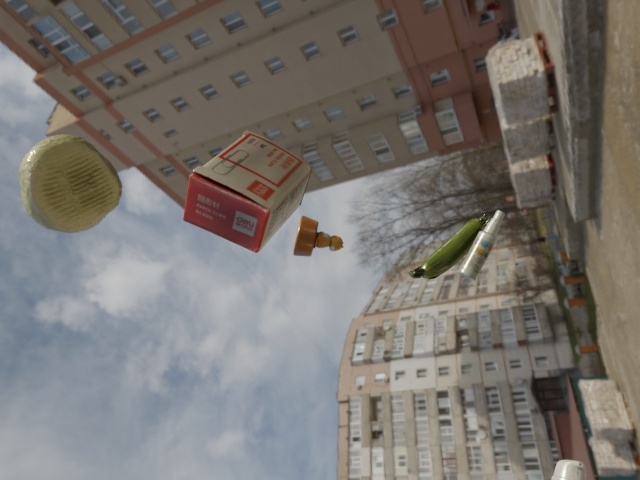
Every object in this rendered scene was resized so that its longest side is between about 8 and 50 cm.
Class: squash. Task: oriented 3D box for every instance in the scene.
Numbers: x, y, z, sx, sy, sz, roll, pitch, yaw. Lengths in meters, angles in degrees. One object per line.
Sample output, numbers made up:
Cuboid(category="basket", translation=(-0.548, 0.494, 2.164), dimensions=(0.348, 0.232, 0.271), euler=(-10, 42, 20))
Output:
Cuboid(category="squash", translation=(0.398, 0.029, 1.453), dimensions=(0.080, 0.318, 0.071), euler=(59, 166, -24))

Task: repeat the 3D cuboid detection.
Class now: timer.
Cuboid(category="timer", translation=(0.000, 0.000, 1.527), dimensions=(0.132, 0.152, 0.132), euler=(-167, 90, -90))

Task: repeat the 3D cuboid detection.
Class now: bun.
Cuboid(category="bun", translation=(-0.296, -0.066, 0.558), dimensions=(0.115, 0.069, 0.115), euler=(-19, -65, -47))

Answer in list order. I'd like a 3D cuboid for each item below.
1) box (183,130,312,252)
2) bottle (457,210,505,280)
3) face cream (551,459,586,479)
Cuboid(category="box", translation=(-0.108, -0.081, 0.749), dimensions=(0.182, 0.133, 0.099), euler=(-54, -11, -54))
Cuboid(category="bottle", translation=(0.480, 0.012, 1.405), dimensions=(0.217, 0.060, 0.060), euler=(-61, -29, 0))
Cuboid(category="face cream", translation=(0.634, 0.755, 1.247), dimensions=(0.102, 0.102, 0.345), euler=(51, -127, -47))
